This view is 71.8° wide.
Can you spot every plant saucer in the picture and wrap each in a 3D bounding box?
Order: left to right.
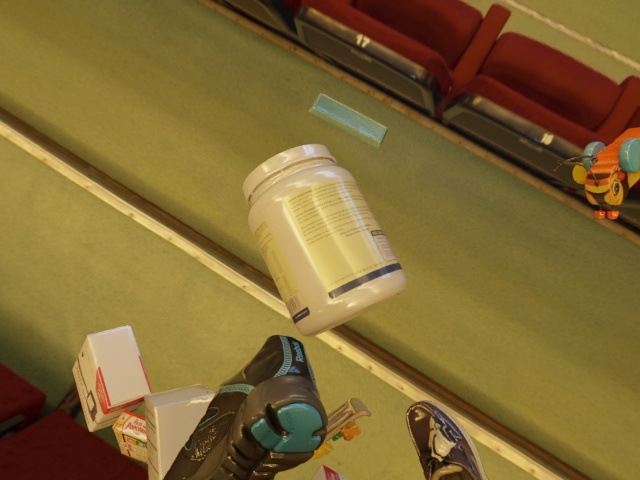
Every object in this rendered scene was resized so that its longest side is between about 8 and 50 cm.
[{"bbox_3d":[0.069,-0.288,1.053,0.192,0.018,0.067,26,61,-3],"label":"plant saucer"}]

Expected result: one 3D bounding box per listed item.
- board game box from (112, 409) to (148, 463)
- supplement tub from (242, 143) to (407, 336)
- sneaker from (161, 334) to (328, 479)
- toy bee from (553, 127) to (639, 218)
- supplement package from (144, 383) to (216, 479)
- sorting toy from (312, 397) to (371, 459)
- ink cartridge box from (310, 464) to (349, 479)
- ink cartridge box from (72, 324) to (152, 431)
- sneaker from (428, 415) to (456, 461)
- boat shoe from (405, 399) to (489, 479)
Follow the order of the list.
[{"bbox_3d":[-0.348,0.456,0.970,0.193,0.147,0.045,19,44,5],"label":"board game box"},{"bbox_3d":[0.000,0.000,0.878,0.235,0.235,0.325,-26,78,0],"label":"supplement tub"},{"bbox_3d":[-0.110,0.269,0.567,0.125,0.139,0.341,33,110,-23],"label":"sneaker"},{"bbox_3d":[0.622,-0.136,0.959,0.298,0.195,0.162,-17,105,-6],"label":"toy bee"},{"bbox_3d":[-0.238,0.355,0.766,0.105,0.105,0.179,-2,84,-32],"label":"supplement package"},{"bbox_3d":[0.011,0.439,0.984,0.229,0.307,0.041,-30,80,-7],"label":"sorting toy"},{"bbox_3d":[0.033,0.440,0.699,0.135,0.056,0.099,34,86,-8],"label":"ink cartridge box"},{"bbox_3d":[-0.503,0.333,1.055,0.100,0.237,0.172,-10,65,-41],"label":"ink cartridge box"},{"bbox_3d":[0.195,0.328,0.738,0.040,0.109,0.044,30,91,11],"label":"sneaker"},{"bbox_3d":[0.236,0.416,0.798,0.103,0.092,0.285,-42,47,17],"label":"boat shoe"}]
